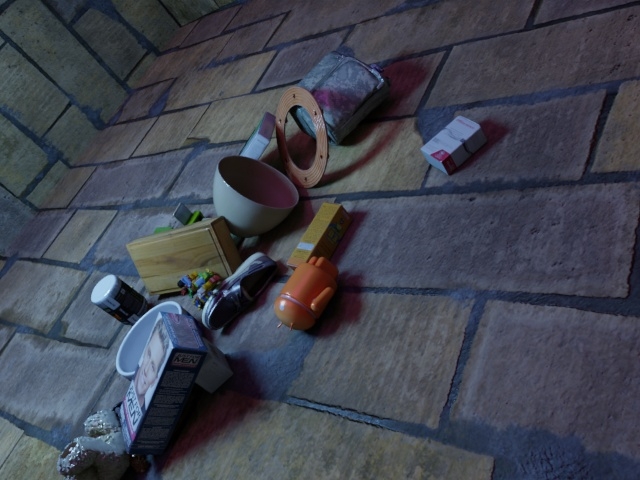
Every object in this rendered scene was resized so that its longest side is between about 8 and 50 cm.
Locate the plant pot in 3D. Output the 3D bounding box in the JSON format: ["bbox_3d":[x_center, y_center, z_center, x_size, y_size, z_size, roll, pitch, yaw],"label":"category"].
[{"bbox_3d":[-0.239,-0.122,1.897,0.191,0.284,0.284,-59,29,29],"label":"plant pot"}]

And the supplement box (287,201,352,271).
[{"bbox_3d":[0.000,0.000,1.694,0.080,0.078,0.234,7,59,44],"label":"supplement box"}]

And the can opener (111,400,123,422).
[{"bbox_3d":[-0.624,0.559,1.722,0.059,0.073,0.186,31,77,11],"label":"can opener"}]

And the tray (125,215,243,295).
[{"bbox_3d":[-0.457,0.060,1.920,0.410,0.203,0.076,-12,17,32],"label":"tray"}]

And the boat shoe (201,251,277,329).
[{"bbox_3d":[-0.240,0.156,1.733,0.285,0.103,0.092,-47,33,-17],"label":"boat shoe"}]

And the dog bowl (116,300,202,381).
[{"bbox_3d":[-0.493,0.323,1.765,0.264,0.104,0.265,-28,34,21],"label":"dog bowl"}]

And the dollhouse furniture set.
[{"bbox_3d":[-0.413,-0.052,2.037,0.301,0.151,0.198,-1,53,40],"label":"dollhouse furniture set"}]

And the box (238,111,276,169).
[{"bbox_3d":[-0.271,-0.295,2.093,0.322,0.058,0.232,-50,18,26],"label":"box"}]

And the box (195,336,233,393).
[{"bbox_3d":[-0.317,0.349,1.610,0.087,0.102,0.101,-41,38,-2],"label":"box"}]

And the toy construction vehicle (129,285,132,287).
[{"bbox_3d":[-0.739,0.211,2.160,0.085,0.035,0.098,-35,38,8],"label":"toy construction vehicle"}]

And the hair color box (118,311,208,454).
[{"bbox_3d":[-0.432,0.386,1.556,0.174,0.105,0.347,45,114,52],"label":"hair color box"}]

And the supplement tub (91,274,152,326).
[{"bbox_3d":[-0.680,0.214,1.980,0.116,0.190,0.117,-24,40,22],"label":"supplement tub"}]

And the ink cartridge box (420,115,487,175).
[{"bbox_3d":[0.381,-0.272,1.640,0.150,0.063,0.109,-41,37,1],"label":"ink cartridge box"}]

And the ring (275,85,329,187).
[{"bbox_3d":[-0.059,-0.346,1.935,0.032,0.337,0.336,-15,27,-30],"label":"ring"}]

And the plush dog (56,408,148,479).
[{"bbox_3d":[-0.614,0.629,1.570,0.225,0.210,0.262,-52,8,10],"label":"plush dog"}]

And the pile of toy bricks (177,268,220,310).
[{"bbox_3d":[-0.367,0.132,1.791,0.105,0.118,0.212,-44,-7,-25],"label":"pile of toy bricks"}]

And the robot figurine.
[{"bbox_3d":[-0.039,0.147,1.543,0.158,0.128,0.219,25,70,24],"label":"robot figurine"}]

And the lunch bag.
[{"bbox_3d":[0.070,-0.488,2.009,0.305,0.213,0.256,-45,48,-7],"label":"lunch bag"}]
